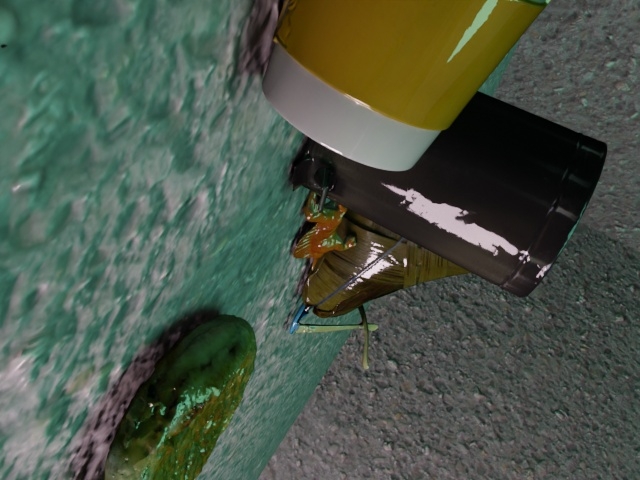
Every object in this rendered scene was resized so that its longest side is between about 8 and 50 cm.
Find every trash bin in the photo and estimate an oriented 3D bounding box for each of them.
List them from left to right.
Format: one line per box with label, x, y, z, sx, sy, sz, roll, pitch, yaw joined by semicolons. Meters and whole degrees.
trash bin;0.152;-0.089;0.724;0.252;0.302;0.202;-57;168;-31

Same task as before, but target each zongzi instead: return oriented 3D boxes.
zongzi;0.139;0.060;1.024;0.138;0.300;0.286;-37;154;-61

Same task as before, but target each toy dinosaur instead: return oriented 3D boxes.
toy dinosaur;0.001;-0.001;0.911;0.142;0.057;0.212;-27;146;-49

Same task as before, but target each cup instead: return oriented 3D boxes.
cup;0.063;-0.197;0.466;0.226;0.186;0.241;-60;-159;27

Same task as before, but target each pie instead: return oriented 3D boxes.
pie;-0.157;0.207;0.671;0.276;0.079;0.277;-60;171;-16

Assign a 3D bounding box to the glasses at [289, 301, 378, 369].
glasses;0.033;0.163;1.230;0.102;0.206;0.239;-24;-170;35
